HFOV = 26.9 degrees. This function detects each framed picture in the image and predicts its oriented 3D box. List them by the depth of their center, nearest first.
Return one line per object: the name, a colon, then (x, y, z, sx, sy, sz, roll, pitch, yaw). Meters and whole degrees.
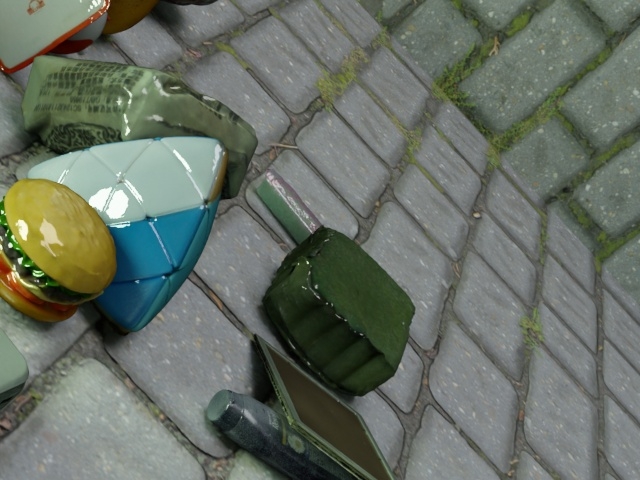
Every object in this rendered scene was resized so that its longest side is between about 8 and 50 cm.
framed picture: (0.009, 0.236, 1.748, 0.217, 0.017, 0.274, 40, 6, -20)

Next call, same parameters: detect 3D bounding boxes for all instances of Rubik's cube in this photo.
Rubik's cube: (-0.184, -0.028, 1.634, 0.254, 0.254, 0.254, 41, 21, -20)

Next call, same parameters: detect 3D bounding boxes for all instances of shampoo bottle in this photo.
shampoo bottle: (-0.041, 0.254, 1.653, 0.234, 0.049, 0.087, 36, 17, -32)

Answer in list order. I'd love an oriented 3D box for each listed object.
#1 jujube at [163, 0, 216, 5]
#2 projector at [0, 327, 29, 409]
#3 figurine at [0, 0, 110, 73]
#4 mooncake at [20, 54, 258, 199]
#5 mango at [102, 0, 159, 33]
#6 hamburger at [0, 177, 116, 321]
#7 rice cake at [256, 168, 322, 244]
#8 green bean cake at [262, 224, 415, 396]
jujube: (-0.279, -0.537, 2.375, 0.308, 0.215, 0.246, 19, 24, -45)
projector: (-0.389, 0.097, 1.141, 0.198, 0.108, 0.250, 50, 18, 5)
figurine: (-0.370, -0.331, 1.903, 0.160, 0.183, 0.226, 60, 8, 5)
mooncake: (-0.240, -0.142, 1.757, 0.254, 0.136, 0.250, 10, -10, 38)
mango: (-0.315, -0.423, 2.055, 0.191, 0.290, 0.160, -32, 72, -34)
hamburger: (-0.300, 0.010, 1.467, 0.162, 0.115, 0.162, 42, 23, -22)
rice cake: (0.000, 0.001, 2.206, 0.290, 0.051, 0.081, 52, 20, 8)
green bean cake: (0.026, 0.102, 1.972, 0.222, 0.125, 0.227, 47, 22, -11)
